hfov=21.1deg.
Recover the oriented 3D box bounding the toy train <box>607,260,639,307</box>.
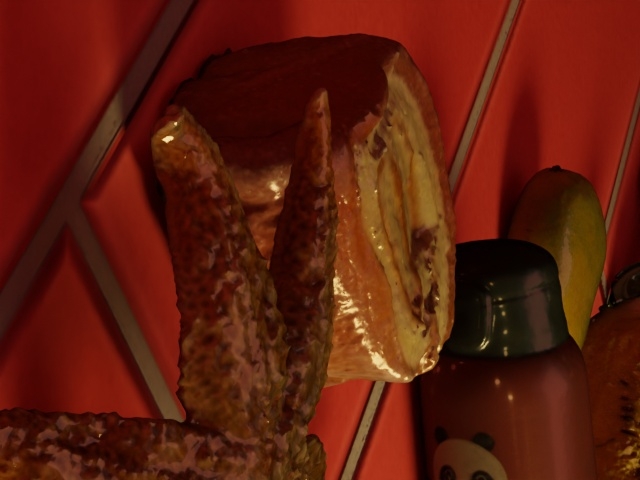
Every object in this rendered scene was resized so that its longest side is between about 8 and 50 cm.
[{"bbox_3d":[0.503,0.040,2.036,0.442,0.272,0.179,-66,149,-44],"label":"toy train"}]

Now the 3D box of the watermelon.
[{"bbox_3d":[0.291,0.163,1.711,0.301,0.129,0.123,-60,141,-41],"label":"watermelon"}]

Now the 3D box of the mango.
[{"bbox_3d":[0.219,0.025,1.600,0.122,0.085,0.191,41,51,-64],"label":"mango"}]

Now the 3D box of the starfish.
[{"bbox_3d":[-0.059,0.106,0.875,0.375,0.094,0.327,-60,146,-18],"label":"starfish"}]

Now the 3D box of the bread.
[{"bbox_3d":[0.004,-0.007,1.050,0.190,0.123,0.244,-67,149,-45],"label":"bread"}]

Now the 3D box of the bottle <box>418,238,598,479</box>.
[{"bbox_3d":[0.149,0.165,1.374,0.144,0.144,0.336,-28,113,-64],"label":"bottle"}]
